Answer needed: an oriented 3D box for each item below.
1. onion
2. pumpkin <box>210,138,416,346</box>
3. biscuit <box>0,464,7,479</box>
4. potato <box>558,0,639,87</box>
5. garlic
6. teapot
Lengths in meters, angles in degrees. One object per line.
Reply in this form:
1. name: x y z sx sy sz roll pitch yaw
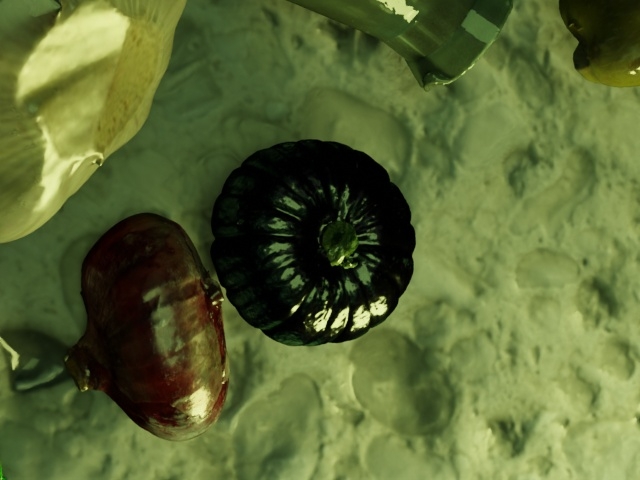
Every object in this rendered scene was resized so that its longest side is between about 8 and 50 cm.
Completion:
1. onion: -0.146 0.084 1.207 0.151 0.098 0.205 -25 99 -20
2. pumpkin: -0.006 0.001 1.239 0.194 0.150 0.194 24 58 -44
3. biscuit: -0.300 0.177 1.195 0.046 0.016 0.089 -9 94 -19
4. potato: 0.367 -0.292 1.335 0.218 0.202 0.351 45 84 -3
5. garlic: -0.259 -0.165 1.081 0.317 0.259 0.317 -27 136 -29
6. teapot: 0.059 -0.264 1.255 0.225 0.171 0.203 35 55 -24
